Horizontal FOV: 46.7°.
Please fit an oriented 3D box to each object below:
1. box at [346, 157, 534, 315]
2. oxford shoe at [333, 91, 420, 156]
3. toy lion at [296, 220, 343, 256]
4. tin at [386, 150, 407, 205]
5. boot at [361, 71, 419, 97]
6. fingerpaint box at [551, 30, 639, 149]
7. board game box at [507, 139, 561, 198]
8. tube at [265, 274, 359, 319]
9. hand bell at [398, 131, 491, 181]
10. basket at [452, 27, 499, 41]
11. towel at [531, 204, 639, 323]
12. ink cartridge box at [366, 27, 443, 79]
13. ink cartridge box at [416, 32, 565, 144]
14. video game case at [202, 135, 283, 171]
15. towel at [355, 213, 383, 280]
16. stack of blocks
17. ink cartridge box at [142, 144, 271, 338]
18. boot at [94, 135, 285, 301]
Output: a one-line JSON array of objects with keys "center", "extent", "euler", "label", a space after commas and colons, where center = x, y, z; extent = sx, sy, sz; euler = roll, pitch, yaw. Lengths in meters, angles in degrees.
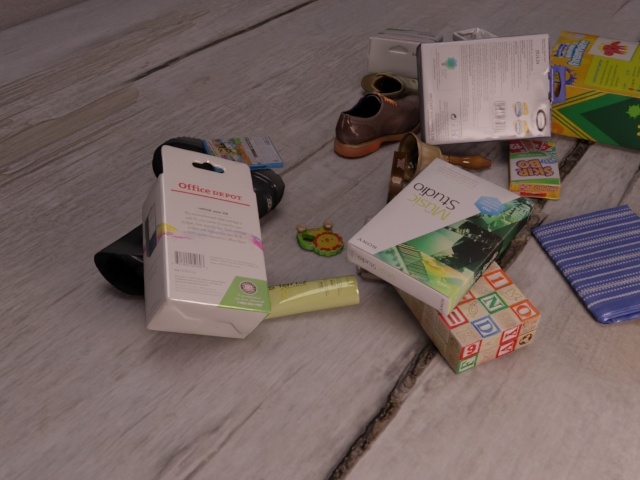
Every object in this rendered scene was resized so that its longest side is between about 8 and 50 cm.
[{"center": [0.236, -0.019, 1.443], "extent": [0.232, 0.059, 0.322], "euler": [29, 54, 26], "label": "box"}, {"center": [0.184, -0.353, 2.068], "extent": [0.130, 0.133, 0.363], "euler": [27, 43, 33], "label": "oxford shoe"}, {"center": [0.000, 0.000, 1.665], "extent": [0.100, 0.034, 0.096], "euler": [-6, 43, -8], "label": "toy lion"}, {"center": [0.185, -0.143, 1.801], "extent": [0.040, 0.106, 0.190], "euler": [11, 37, 3], "label": "tin"}, {"center": [0.188, -0.469, 2.229], "extent": [0.213, 0.077, 0.165], "euler": [16, 15, 30], "label": "boot"}, {"center": [0.842, -0.446, 2.177], "extent": [0.370, 0.163, 0.445], "euler": [15, 38, 18], "label": "fingerpaint box"}, {"center": [0.553, -0.189, 1.928], "extent": [0.124, 0.039, 0.259], "euler": [5, 38, 9], "label": "board game box"}, {"center": [-0.043, 0.115, 1.480], "extent": [0.240, 0.062, 0.070], "euler": [-8, 1, -1], "label": "tube"}, {"center": [0.334, -0.209, 1.915], "extent": [0.241, 0.126, 0.126], "euler": [1, 34, -19], "label": "hand bell"}, {"center": [0.532, -0.637, 2.495], "extent": [0.113, 0.103, 0.167], "euler": [-17, 38, -22], "label": "basket"}, {"center": [0.630, 0.046, 1.583], "extent": [0.243, 0.040, 0.336], "euler": [-13, 35, -3], "label": "towel"}, {"center": [0.277, -0.609, 2.403], "extent": [0.198, 0.115, 0.273], "euler": [11, 25, 14], "label": "ink cartridge box"}, {"center": [0.461, -0.398, 1.967], "extent": [0.395, 0.270, 0.151], "euler": [-4, 12, 5], "label": "ink cartridge box"}, {"center": [-0.183, -0.205, 1.744], "extent": [0.166, 0.015, 0.119], "euler": [-6, 43, -23], "label": "video game case"}, {"center": [0.225, 0.023, 1.605], "extent": [0.282, 0.049, 0.187], "euler": [6, 44, 7], "label": "towel"}, {"center": [0.261, 0.095, 1.433], "extent": [0.171, 0.087, 0.297], "euler": [-19, 48, -18], "label": "stack of blocks"}, {"center": [-0.228, 0.001, 1.431], "extent": [0.207, 0.119, 0.354], "euler": [11, 52, -29], "label": "ink cartridge box"}, {"center": [-0.340, -0.050, 1.654], "extent": [0.366, 0.146, 0.445], "euler": [15, 42, 23], "label": "boot"}]
